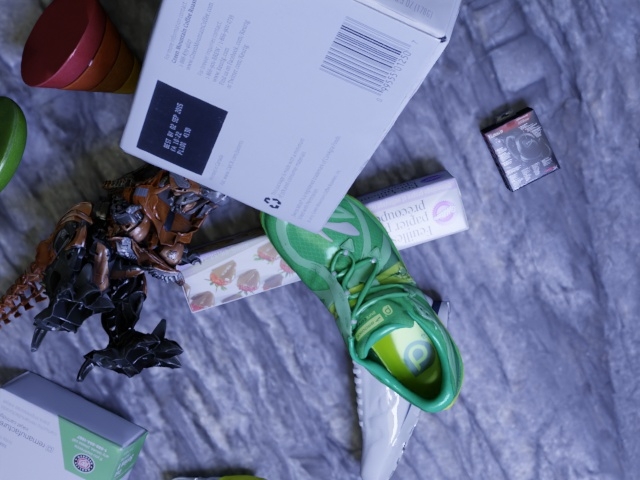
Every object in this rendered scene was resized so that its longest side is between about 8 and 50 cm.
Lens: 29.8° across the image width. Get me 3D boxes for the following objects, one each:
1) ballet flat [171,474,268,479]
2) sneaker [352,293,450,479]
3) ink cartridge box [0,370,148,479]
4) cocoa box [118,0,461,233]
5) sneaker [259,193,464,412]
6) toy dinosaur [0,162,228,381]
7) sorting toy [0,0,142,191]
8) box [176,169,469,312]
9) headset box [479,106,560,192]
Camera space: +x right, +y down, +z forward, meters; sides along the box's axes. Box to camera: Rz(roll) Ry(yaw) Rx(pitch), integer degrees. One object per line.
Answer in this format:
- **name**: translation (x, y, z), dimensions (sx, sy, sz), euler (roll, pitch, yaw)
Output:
- **ballet flat**: translation (-0.170, 0.322, 1.402), dimensions (0.231, 0.077, 0.077), euler (-35, 79, 6)
- **sneaker**: translation (0.076, 0.167, 1.380), dimensions (0.095, 0.090, 0.235), euler (16, 95, 4)
- **ink cartridge box**: translation (-0.316, 0.285, 1.357), dimensions (0.160, 0.092, 0.219), euler (24, 100, 6)
- **cocoa box**: translation (-0.020, -0.213, 1.122), dimensions (0.231, 0.347, 0.228), euler (24, 58, -6)
- **sneaker**: translation (0.055, 0.058, 1.257), dimensions (0.109, 0.123, 0.295), euler (-41, 97, 5)
- **toy dinosaur**: translation (-0.224, 0.026, 1.290), dimensions (0.164, 0.218, 0.322), euler (21, 133, -29)
- **sorting toy**: translation (-0.306, -0.094, 1.302), dimensions (0.126, 0.127, 0.365), euler (28, 104, -39)
- **box**: translation (0.000, 0.000, 1.341), dimensions (0.324, 0.067, 0.063), euler (-17, 103, 2)
- **headset box**: translation (0.222, -0.106, 1.346), dimensions (0.062, 0.032, 0.083), euler (-27, 102, 2)
